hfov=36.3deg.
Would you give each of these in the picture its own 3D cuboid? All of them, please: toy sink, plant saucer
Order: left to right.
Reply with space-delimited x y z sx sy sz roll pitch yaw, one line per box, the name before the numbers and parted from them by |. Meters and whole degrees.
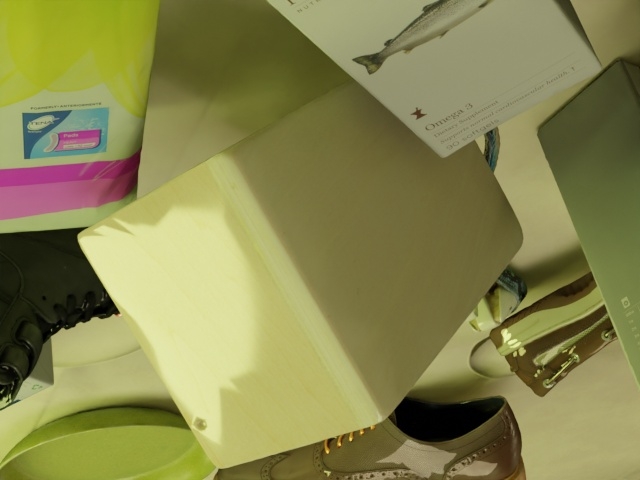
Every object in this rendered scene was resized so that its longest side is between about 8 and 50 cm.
plant saucer | -0.229 0.235 1.054 0.241 0.037 0.241 -9 148 -6
toy sink | 0.000 0.000 0.582 0.131 0.153 0.234 -24 -170 36

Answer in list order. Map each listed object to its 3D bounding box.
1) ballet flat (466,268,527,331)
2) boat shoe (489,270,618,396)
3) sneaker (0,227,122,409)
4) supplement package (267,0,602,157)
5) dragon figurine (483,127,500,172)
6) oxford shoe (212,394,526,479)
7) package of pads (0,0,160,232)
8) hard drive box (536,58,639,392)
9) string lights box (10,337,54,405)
ballet flat | 0.132 0.049 0.869 0.070 0.070 0.188 -33 144 28
boat shoe | 0.285 0.061 0.889 0.257 0.095 0.095 -35 170 28
sneaker | -0.189 0.052 0.676 0.296 0.147 0.104 8 141 -32
supplement package | 0.052 -0.140 0.500 0.105 0.105 0.179 -28 145 24
dragon figurine | 0.025 0.019 0.724 0.144 0.085 0.289 -17 163 -36
oxford shoe | 0.048 0.239 1.124 0.363 0.130 0.133 -8 116 3
package of pads | -0.195 -0.114 0.454 0.229 0.101 0.296 -3 147 -18
hard drive box | 0.277 0.005 0.694 0.181 0.232 0.089 10 141 -34
string lights box | -0.356 0.115 0.778 0.259 0.077 0.133 -26 146 20
